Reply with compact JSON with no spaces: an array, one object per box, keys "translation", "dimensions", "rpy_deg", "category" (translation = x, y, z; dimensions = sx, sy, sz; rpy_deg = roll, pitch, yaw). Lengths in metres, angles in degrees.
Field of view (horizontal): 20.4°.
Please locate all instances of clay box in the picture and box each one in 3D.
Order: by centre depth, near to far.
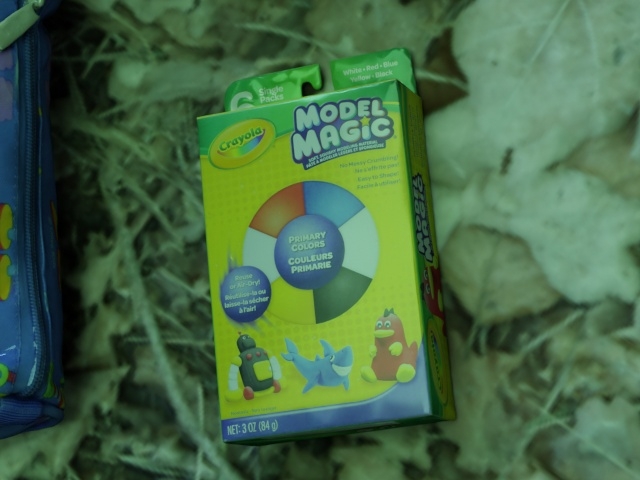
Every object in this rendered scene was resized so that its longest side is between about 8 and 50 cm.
[{"translation":[0.000,0.000,1.020],"dimensions":[0.127,0.053,0.222],"rpy_deg":[-10,78,19],"category":"clay box"}]

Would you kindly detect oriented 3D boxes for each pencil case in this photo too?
[{"translation":[-0.211,-0.031,1.071],"dimensions":[0.133,0.119,0.306],"rpy_deg":[-9,78,43],"category":"pencil case"}]
